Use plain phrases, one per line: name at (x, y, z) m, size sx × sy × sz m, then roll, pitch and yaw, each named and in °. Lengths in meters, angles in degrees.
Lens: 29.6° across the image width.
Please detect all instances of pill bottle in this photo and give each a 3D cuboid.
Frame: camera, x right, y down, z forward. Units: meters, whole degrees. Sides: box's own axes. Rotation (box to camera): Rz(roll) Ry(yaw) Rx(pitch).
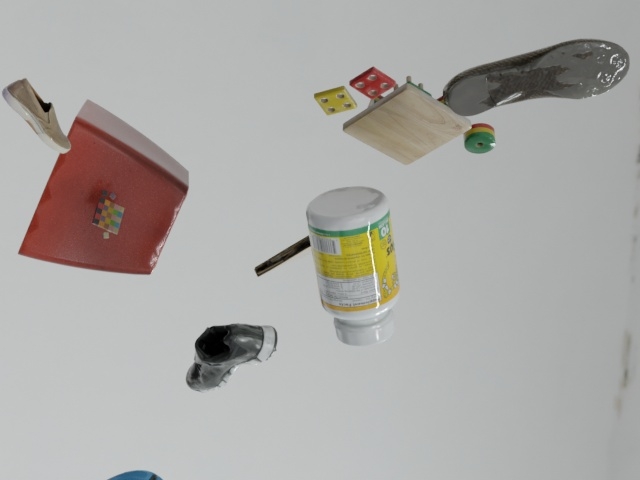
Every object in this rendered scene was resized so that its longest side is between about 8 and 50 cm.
pill bottle at (0.050, 0.039, 1.708) m, size 0.117 × 0.117 × 0.208 m, roll -133°, pitch -149°, yaw -61°

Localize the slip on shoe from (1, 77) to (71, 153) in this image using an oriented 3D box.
slip on shoe at (-0.396, -0.178, 1.732) m, size 0.041 × 0.135 × 0.051 m, roll -35°, pitch -145°, yaw 7°

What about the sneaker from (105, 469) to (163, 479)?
sneaker at (-0.349, 0.509, 1.868) m, size 0.125 × 0.140 × 0.341 m, roll 24°, pitch -114°, yaw 29°

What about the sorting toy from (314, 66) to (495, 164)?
sorting toy at (0.116, -0.179, 1.724) m, size 0.132 × 0.274 × 0.046 m, roll -30°, pitch -131°, yaw 40°

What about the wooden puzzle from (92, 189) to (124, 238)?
wooden puzzle at (-0.362, -0.043, 2.071) m, size 0.006 × 0.049 × 0.083 m, roll -13°, pitch -123°, yaw 48°

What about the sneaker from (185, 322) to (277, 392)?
sneaker at (-0.177, 0.188, 2.029) m, size 0.234 × 0.106 × 0.078 m, roll -32°, pitch -131°, yaw 45°

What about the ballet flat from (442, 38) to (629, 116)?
ballet flat at (0.284, -0.218, 1.612) m, size 0.058 × 0.249 × 0.084 m, roll -101°, pitch 177°, yaw -66°

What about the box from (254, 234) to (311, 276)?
box at (0.000, 0.000, 2.143) m, size 0.164 × 0.201 × 0.021 m, roll -31°, pitch -96°, yaw 45°

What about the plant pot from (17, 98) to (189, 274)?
plant pot at (-0.382, -0.078, 2.236) m, size 0.267 × 0.235 × 0.267 m, roll -112°, pitch -134°, yaw -75°
